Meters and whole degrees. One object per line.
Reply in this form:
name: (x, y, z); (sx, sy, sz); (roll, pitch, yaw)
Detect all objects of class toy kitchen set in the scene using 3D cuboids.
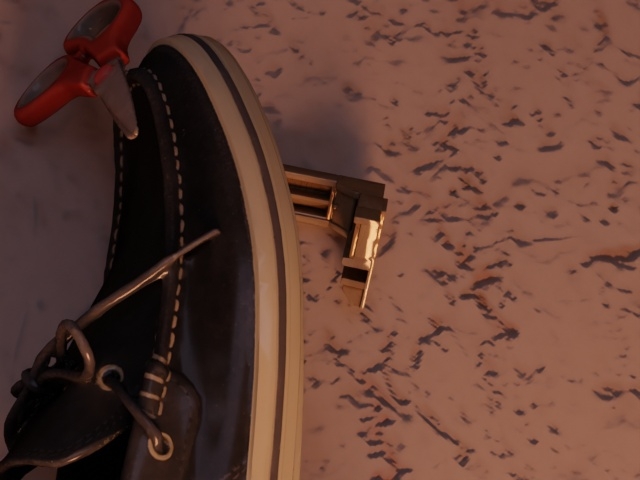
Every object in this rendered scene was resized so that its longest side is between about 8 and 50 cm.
toy kitchen set: (0.000, 0.000, 1.030); (0.075, 0.083, 0.068); (11, 108, 1)

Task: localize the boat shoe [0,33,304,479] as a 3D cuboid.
boat shoe: (-0.106, 0.107, 0.908); (0.156, 0.187, 0.500); (7, 71, -19)

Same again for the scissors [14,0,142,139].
scissors: (-0.125, -0.109, 0.967); (0.021, 0.297, 0.109); (44, 79, -20)
